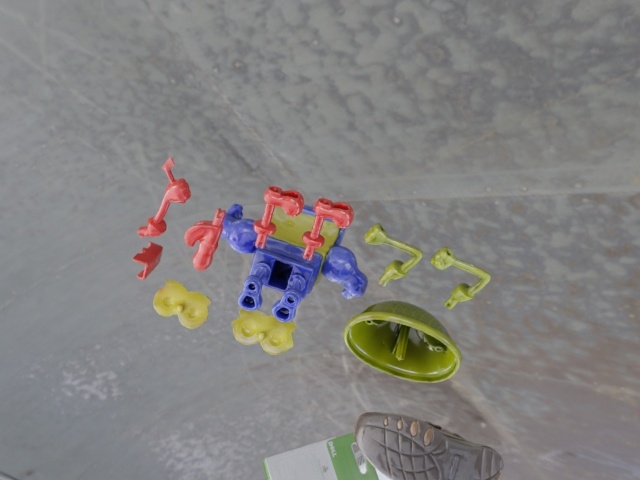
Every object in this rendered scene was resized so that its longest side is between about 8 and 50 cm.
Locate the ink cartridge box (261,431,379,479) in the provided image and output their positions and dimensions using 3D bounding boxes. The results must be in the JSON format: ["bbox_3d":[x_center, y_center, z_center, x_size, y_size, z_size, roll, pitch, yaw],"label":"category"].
[{"bbox_3d":[-0.002,0.464,1.187,0.209,0.109,0.062,-11,152,-18],"label":"ink cartridge box"}]

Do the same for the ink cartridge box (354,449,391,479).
[{"bbox_3d":[0.217,0.734,1.648,0.385,0.091,0.308,37,126,-7],"label":"ink cartridge box"}]

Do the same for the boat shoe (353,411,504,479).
[{"bbox_3d":[0.194,0.402,1.131,0.324,0.123,0.116,28,172,-20],"label":"boat shoe"}]

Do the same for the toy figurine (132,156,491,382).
[{"bbox_3d":[0.000,0.000,0.693,0.363,0.217,0.191,17,118,2],"label":"toy figurine"}]
